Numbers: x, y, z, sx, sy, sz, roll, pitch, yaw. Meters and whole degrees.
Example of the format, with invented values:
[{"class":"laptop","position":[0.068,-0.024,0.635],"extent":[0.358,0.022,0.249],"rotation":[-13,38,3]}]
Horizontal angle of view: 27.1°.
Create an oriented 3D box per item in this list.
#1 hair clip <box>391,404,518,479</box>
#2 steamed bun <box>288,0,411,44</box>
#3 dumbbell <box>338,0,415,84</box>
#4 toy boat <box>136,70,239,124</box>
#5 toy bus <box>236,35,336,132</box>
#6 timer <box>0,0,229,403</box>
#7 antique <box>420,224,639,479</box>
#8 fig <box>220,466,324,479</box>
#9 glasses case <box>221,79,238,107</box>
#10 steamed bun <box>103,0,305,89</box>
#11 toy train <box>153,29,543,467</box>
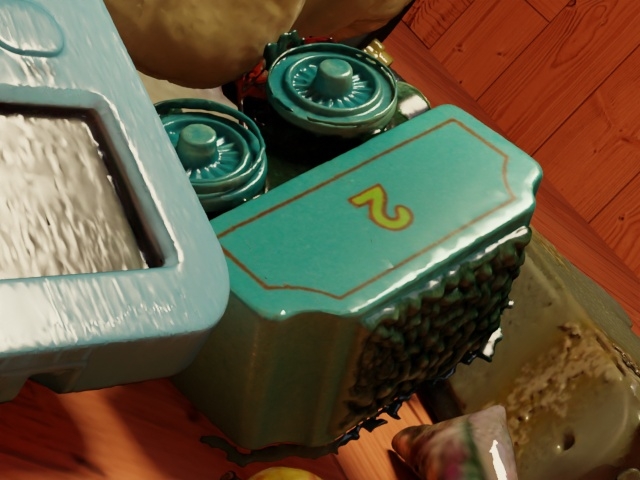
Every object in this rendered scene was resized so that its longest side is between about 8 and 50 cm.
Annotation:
[{"class":"hair clip","position":[0.094,0.164,0.630],"extent":[0.173,0.069,0.300],"rotation":[38,14,-23]},{"class":"steamed bun","position":[-0.097,-0.283,0.957],"extent":[0.372,0.325,0.230],"rotation":[60,21,1]},{"class":"dumbbell","position":[-0.065,-0.269,1.276],"extent":[0.388,0.185,0.185],"rotation":[44,13,1]},{"class":"toy boat","position":[-0.138,-0.111,0.783],"extent":[0.276,0.111,0.293],"rotation":[32,30,-43]},{"class":"toy bus","position":[0.007,-0.040,0.853],"extent":[0.235,0.073,0.096],"rotation":[53,30,-64]},{"class":"timer","position":[-0.155,-0.057,0.460],"extent":[0.232,0.091,0.250],"rotation":[-4,50,-54]},{"class":"antique","position":[0.152,0.102,0.871],"extent":[0.150,0.125,0.284],"rotation":[37,14,-22]},{"class":"fig","position":[-0.019,0.110,0.536],"extent":[0.050,0.050,0.083],"rotation":[38,-5,-21]},{"class":"glasses case","position":[0.037,-0.056,1.141],"extent":[0.314,0.075,0.122],"rotation":[33,14,-37]},{"class":"steamed bun","position":[-0.096,-0.173,0.672],"extent":[0.172,0.141,0.155],"rotation":[30,9,-30]},{"class":"toy train","position":[0.000,0.000,0.623],"extent":[0.203,0.112,0.163],"rotation":[-31,56,-34]}]
